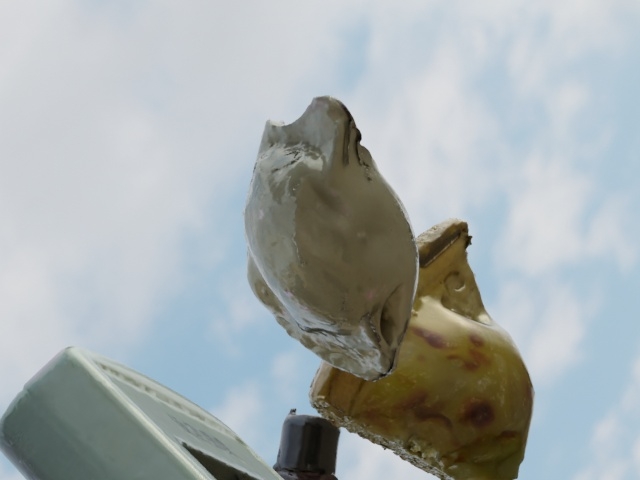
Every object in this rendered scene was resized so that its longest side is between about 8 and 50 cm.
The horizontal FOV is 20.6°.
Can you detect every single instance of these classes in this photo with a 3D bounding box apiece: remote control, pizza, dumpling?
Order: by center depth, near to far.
[{"bbox_3d":[0.042,0.164,0.540,0.050,0.344,0.145,-49,-26,-1],"label":"remote control"},{"bbox_3d":[0.000,0.000,1.209,0.118,0.136,0.199,-12,-81,-36],"label":"dumpling"},{"bbox_3d":[0.107,0.086,1.354,0.188,0.080,0.204,36,-118,-19],"label":"pizza"}]

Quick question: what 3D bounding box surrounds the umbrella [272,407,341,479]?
[{"bbox_3d":[-0.027,0.312,1.567,0.094,0.090,0.326,64,-147,-75],"label":"umbrella"}]
